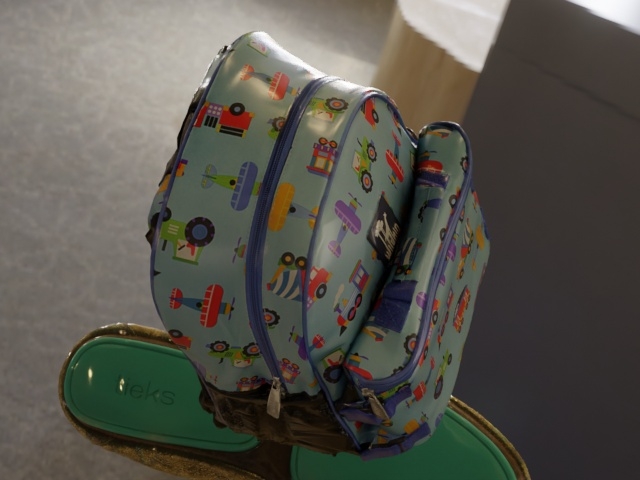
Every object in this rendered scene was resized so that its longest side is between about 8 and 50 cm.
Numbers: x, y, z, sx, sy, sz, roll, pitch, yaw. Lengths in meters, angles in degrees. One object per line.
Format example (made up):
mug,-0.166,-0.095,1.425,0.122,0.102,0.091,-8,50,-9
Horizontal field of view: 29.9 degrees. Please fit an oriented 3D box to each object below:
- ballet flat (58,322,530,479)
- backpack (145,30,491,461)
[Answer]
ballet flat,-0.017,0.139,0.866,0.348,0.123,0.123,13,29,13
backpack,0.000,0.000,0.524,0.117,0.173,0.158,11,64,20
